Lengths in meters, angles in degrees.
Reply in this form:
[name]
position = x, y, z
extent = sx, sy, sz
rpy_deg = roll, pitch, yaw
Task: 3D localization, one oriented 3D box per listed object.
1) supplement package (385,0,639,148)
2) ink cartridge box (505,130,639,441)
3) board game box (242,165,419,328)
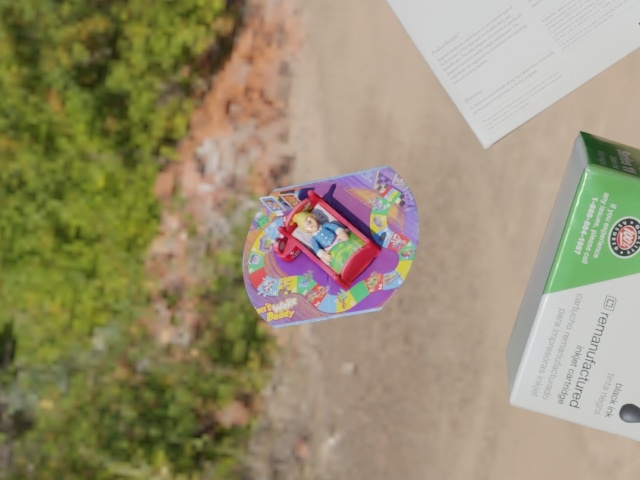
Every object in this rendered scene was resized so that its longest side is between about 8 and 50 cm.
[supplement package]
position = 0.154, -0.211, 1.151
extent = 0.194, 0.203, 0.149
rpy_deg = -34, 1, 44
[ink cartridge box]
position = 0.227, 0.043, 0.973
extent = 0.087, 0.208, 0.153
rpy_deg = -74, 0, -74
[board game box]
position = 0.000, 0.000, 1.430
extent = 0.033, 0.168, 0.133
rpy_deg = 39, -133, -53
